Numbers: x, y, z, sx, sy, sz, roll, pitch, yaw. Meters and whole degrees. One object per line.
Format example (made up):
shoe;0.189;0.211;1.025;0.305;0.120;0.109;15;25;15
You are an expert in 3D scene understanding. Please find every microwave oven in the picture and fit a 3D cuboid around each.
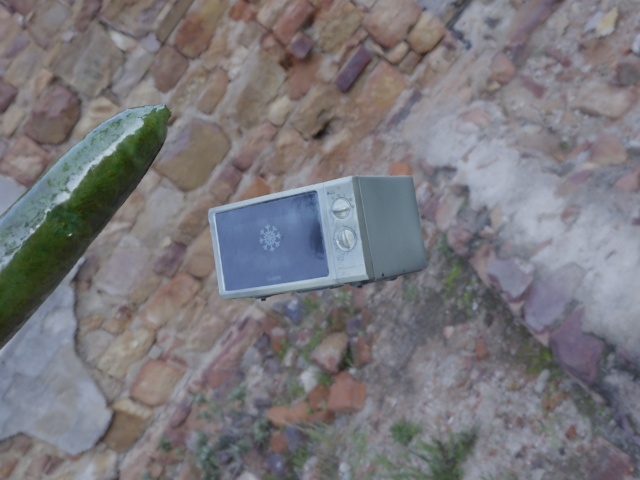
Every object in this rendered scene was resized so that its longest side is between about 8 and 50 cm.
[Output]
microwave oven;0.000;0.000;1.055;0.241;0.194;0.145;-11;85;34

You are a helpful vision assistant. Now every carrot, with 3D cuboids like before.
carrot;-0.232;0.035;0.536;0.358;0.074;0.074;-45;19;-4
